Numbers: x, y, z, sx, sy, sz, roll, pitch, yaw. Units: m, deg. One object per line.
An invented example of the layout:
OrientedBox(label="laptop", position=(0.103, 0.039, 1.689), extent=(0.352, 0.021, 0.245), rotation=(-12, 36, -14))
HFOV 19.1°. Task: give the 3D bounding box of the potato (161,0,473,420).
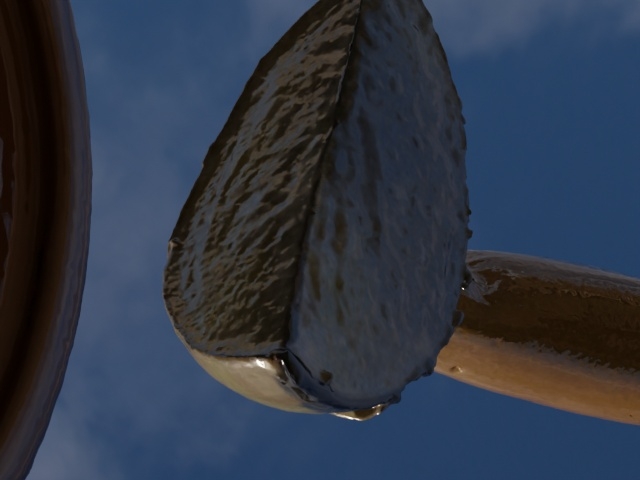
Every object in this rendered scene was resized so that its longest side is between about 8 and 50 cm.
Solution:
OrientedBox(label="potato", position=(-0.001, -0.001, 0.905), extent=(0.100, 0.120, 0.261), rotation=(-17, -139, 32))

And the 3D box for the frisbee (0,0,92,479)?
OrientedBox(label="frisbee", position=(-0.130, -0.036, 0.345), extent=(0.021, 0.251, 0.251), rotation=(-15, -125, 34))

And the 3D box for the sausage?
OrientedBox(label="sausage", position=(0.145, 0.061, 1.434), extent=(0.353, 0.116, 0.134), rotation=(14, -162, -22))
